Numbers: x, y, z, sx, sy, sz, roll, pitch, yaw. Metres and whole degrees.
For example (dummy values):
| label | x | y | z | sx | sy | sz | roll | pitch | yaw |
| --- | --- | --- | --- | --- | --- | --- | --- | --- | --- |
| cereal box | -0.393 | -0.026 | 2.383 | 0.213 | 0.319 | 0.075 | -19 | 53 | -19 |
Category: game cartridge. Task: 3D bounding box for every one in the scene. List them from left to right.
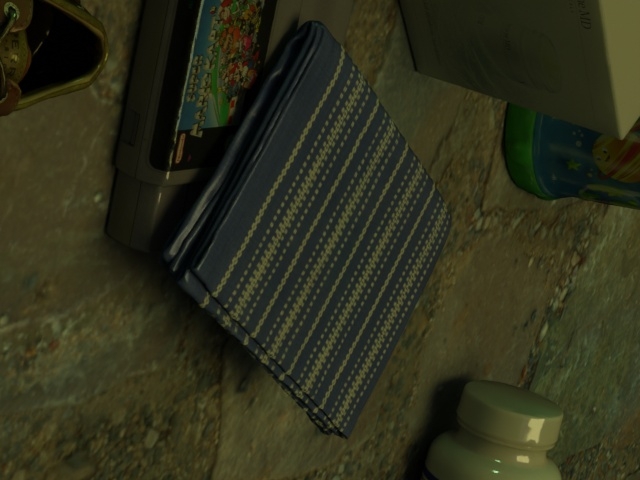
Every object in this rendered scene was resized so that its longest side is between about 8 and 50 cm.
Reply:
| label | x | y | z | sx | sy | sz | roll | pitch | yaw |
| --- | --- | --- | --- | --- | --- | --- | --- | --- | --- |
| game cartridge | -0.051 | -0.170 | 1.417 | 0.230 | 0.068 | 0.355 | -15 | 121 | -59 |

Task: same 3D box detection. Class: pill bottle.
| label | x | y | z | sx | sy | sz | roll | pitch | yaw |
| --- | --- | --- | --- | --- | --- | --- | --- | --- | --- |
| pill bottle | 0.176 | 0.298 | 1.982 | 0.152 | 0.152 | 0.272 | -4 | 111 | -58 |

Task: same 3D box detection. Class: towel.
| label | x | y | z | sx | sy | sz | roll | pitch | yaw |
| --- | --- | --- | --- | --- | --- | --- | --- | --- | --- |
| towel | 0.000 | 0.000 | 1.504 | 0.243 | 0.040 | 0.336 | -62 | 147 | -16 |

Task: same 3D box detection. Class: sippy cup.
| label | x | y | z | sx | sy | sz | roll | pitch | yaw |
| --- | --- | --- | --- | --- | --- | --- | --- | --- | --- |
| sippy cup | 0.348 | -0.129 | 1.919 | 0.305 | 0.224 | 0.240 | -18 | 123 | -53 |

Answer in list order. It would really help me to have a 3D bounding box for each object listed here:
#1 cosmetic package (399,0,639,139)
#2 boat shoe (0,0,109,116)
| label | x | y | z | sx | sy | sz | roll | pitch | yaw |
| --- | --- | --- | --- | --- | --- | --- | --- | --- | --- |
| cosmetic package | 0.190 | -0.235 | 1.595 | 0.138 | 0.225 | 0.224 | -53 | 146 | -26 |
| boat shoe | -0.212 | -0.126 | 1.047 | 0.307 | 0.104 | 0.110 | -32 | 140 | -71 |
